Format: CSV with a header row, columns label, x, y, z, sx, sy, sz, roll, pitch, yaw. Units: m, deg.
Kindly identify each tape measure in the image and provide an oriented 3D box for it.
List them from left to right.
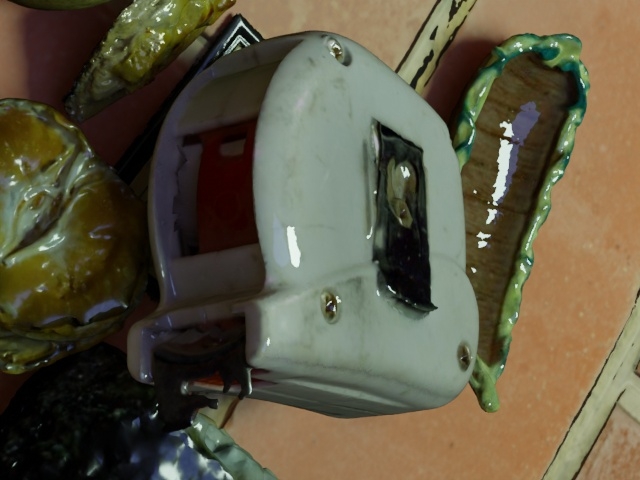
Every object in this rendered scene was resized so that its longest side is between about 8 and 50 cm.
label,x,y,z,sx,sy,sz,roll,pitch,yaw
tape measure,0.000,0.000,0.988,0.258,0.130,0.265,18,67,-53

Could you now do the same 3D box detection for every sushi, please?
label,x,y,z,sx,sy,sz,roll,pitch,yaw
sushi,-0.082,0.221,1.011,0.350,0.211,0.171,43,80,-24

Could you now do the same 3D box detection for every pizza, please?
label,x,y,z,sx,sy,sz,roll,pitch,yaw
pizza,-0.102,-0.138,1.000,0.036,0.099,0.160,43,70,4

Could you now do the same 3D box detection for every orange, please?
label,x,y,z,sx,sy,sz,roll,pitch,yaw
orange,-0.186,-0.001,0.955,0.160,0.112,0.170,6,82,-15

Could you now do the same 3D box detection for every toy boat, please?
label,x,y,z,sx,sy,sz,roll,pitch,yaw
toy boat,0.130,-0.017,1.162,0.108,0.099,0.293,19,81,-33

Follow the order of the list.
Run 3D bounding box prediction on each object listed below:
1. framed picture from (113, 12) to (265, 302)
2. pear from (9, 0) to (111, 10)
label,x,y,z,sx,sy,sz,roll,pitch,yaw
framed picture,-0.053,-0.027,1.096,0.195,0.010,0.199,44,75,-29
pear,-0.154,-0.221,0.927,0.167,0.136,0.167,-3,96,-26
